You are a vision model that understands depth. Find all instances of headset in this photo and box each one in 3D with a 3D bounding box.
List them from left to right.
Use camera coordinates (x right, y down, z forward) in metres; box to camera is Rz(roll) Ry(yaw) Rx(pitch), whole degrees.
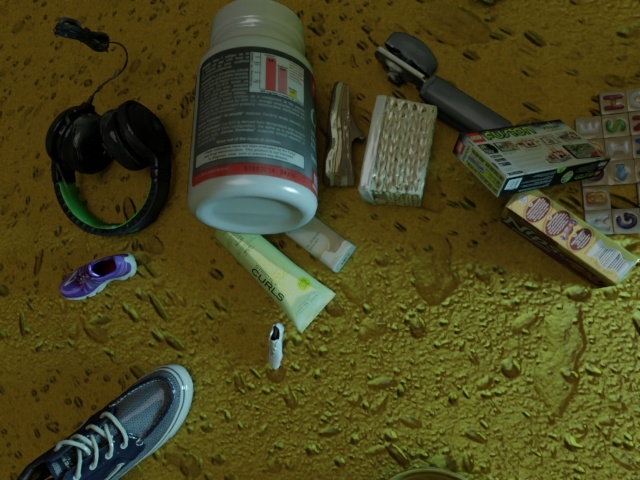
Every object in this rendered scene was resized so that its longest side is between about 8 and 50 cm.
[{"bbox_3d":[-0.426,-0.204,0.944,0.243,0.185,0.394,-1,93,14],"label":"headset"}]

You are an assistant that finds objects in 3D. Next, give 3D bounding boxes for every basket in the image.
[{"bbox_3d":[0.133,-0.144,0.827,0.103,0.113,0.167,11,84,12],"label":"basket"}]

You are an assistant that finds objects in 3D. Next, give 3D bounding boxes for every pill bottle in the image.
[{"bbox_3d":[-0.111,-0.209,0.838,0.210,0.210,0.363,-5,71,14],"label":"pill bottle"}]

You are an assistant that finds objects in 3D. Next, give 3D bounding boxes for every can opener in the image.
[{"bbox_3d":[0.215,-0.267,0.842,0.283,0.076,0.095,38,93,16],"label":"can opener"}]

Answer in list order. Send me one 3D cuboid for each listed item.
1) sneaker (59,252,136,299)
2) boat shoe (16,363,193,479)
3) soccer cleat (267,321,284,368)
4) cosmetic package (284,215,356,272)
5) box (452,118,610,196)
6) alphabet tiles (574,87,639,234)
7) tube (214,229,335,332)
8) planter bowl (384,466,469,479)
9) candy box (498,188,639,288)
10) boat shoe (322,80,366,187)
[{"bbox_3d":[-0.453,0.064,0.970,0.170,0.071,0.068,-26,76,10],"label":"sneaker"},{"bbox_3d":[-0.380,0.359,0.860,0.127,0.158,0.340,43,94,16],"label":"boat shoe"},{"bbox_3d":[-0.081,0.187,0.871,0.029,0.035,0.083,6,83,15],"label":"soccer cleat"},{"bbox_3d":[0.000,0.000,0.875,0.115,0.041,0.060,36,92,17],"label":"cosmetic package"},{"bbox_3d":[0.318,-0.129,0.737,0.207,0.036,0.114,-12,48,-22],"label":"box"},{"bbox_3d":[0.518,-0.130,0.776,0.198,0.009,0.237,-3,81,15],"label":"alphabet tiles"},{"bbox_3d":[-0.089,0.050,0.885,0.240,0.062,0.070,43,133,12],"label":"tube"},{"bbox_3d":[0.171,0.443,0.738,0.217,0.090,0.217,-2,82,14],"label":"planter bowl"},{"bbox_3d":[0.367,-0.006,0.744,0.186,0.109,0.053,38,93,16],"label":"candy box"},{"bbox_3d":[0.047,-0.190,0.887,0.072,0.068,0.190,5,93,3],"label":"boat shoe"}]
